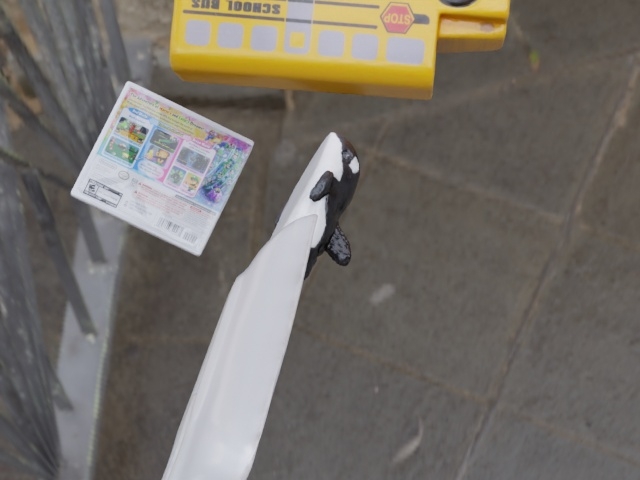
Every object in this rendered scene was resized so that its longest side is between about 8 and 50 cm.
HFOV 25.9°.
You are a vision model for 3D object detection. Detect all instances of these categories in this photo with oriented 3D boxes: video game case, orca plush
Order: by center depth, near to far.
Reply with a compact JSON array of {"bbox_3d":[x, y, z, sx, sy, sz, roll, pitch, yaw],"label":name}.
[{"bbox_3d":[-0.173,-0.079,1.533,0.157,0.019,0.143,26,79,-3],"label":"video game case"},{"bbox_3d":[0.000,0.000,1.727,0.102,0.151,0.287,31,46,-10],"label":"orca plush"}]

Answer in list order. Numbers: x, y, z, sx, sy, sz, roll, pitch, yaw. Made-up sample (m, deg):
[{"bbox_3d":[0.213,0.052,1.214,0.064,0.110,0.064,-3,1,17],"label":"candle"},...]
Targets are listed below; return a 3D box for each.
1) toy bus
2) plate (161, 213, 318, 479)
[{"bbox_3d":[0.021,-0.219,1.416,0.333,0.108,0.130,5,85,3],"label":"toy bus"},{"bbox_3d":[-0.078,0.149,0.913,0.045,0.278,0.277,20,31,-3],"label":"plate"}]
